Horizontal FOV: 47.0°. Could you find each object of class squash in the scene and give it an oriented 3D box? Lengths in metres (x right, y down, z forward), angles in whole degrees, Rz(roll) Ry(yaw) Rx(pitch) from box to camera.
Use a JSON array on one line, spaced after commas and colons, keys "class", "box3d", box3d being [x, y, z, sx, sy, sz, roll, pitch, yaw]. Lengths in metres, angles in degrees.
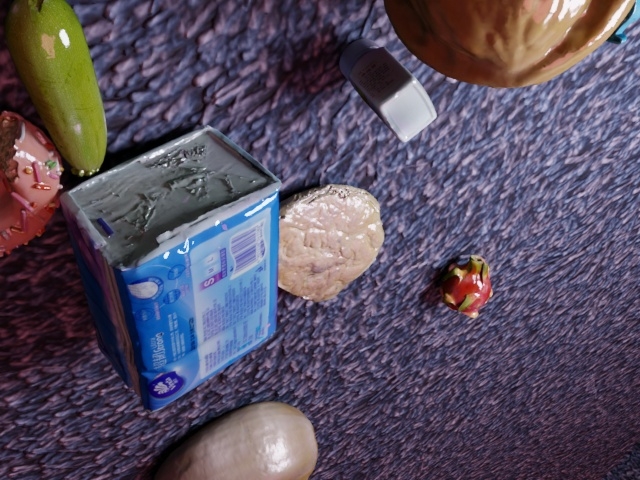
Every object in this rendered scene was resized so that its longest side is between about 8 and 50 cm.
[{"class": "squash", "box3d": [-0.238, -0.136, 0.682, 0.066, 0.066, 0.201, -19, 142, -17]}]

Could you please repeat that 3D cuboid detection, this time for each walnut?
[{"class": "walnut", "box3d": [0.168, -0.261, 0.675, 0.257, 0.257, 0.224, -42, 157, 11]}]

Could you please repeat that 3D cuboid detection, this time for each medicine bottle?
[{"class": "medicine bottle", "box3d": [0.069, -0.172, 0.811, 0.055, 0.118, 0.074, -39, 142, 8]}]

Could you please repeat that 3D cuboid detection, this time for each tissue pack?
[{"class": "tissue pack", "box3d": [-0.157, 0.035, 0.832, 0.198, 0.146, 0.263, -31, 148, -28]}]

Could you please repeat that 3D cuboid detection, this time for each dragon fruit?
[{"class": "dragon fruit", "box3d": [0.245, 0.071, 1.218, 0.086, 0.081, 0.116, 8, 127, -27]}]

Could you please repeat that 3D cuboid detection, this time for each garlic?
[{"class": "garlic", "box3d": [-0.161, 0.396, 1.239, 0.338, 0.151, 0.196, -25, 153, -8]}]

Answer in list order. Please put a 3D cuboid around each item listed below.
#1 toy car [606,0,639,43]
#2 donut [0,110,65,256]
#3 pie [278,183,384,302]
[{"class": "toy car", "box3d": [0.309, -0.294, 0.823, 0.098, 0.161, 0.126, -20, 139, -33]}, {"class": "donut", "box3d": [-0.314, -0.038, 0.730, 0.166, 0.065, 0.117, -41, 140, 12]}, {"class": "pie", "box3d": [0.001, 0.002, 0.999, 0.185, 0.052, 0.218, -43, 138, 15]}]
